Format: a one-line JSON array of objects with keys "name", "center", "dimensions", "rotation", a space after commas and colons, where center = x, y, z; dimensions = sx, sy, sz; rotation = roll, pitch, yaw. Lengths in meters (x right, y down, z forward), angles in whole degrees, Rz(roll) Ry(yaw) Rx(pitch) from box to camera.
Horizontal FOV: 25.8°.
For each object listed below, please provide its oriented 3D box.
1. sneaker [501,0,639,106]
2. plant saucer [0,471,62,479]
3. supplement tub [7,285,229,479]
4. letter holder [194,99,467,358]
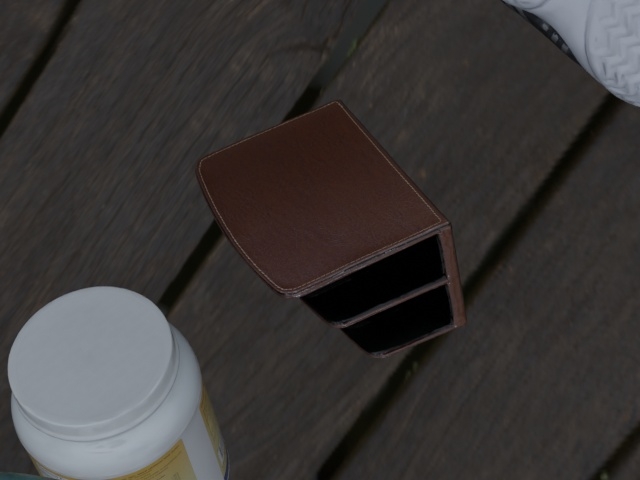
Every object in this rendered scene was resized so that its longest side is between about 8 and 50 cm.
[{"name": "sneaker", "center": [0.071, -0.213, 0.674], "dimensions": [0.366, 0.210, 0.137], "rotation": [39, 105, -15]}, {"name": "plant saucer", "center": [-0.185, 0.218, 0.536], "dimensions": [0.317, 0.044, 0.318], "rotation": [-21, 136, -21]}, {"name": "supplement tub", "center": [-0.244, 0.224, 1.708], "dimensions": [0.228, 0.228, 0.316], "rotation": [-5, 141, 5]}, {"name": "letter holder", "center": [0.000, 0.000, 1.623], "dimensions": [0.214, 0.302, 0.152], "rotation": [-23, 129, -12]}]
